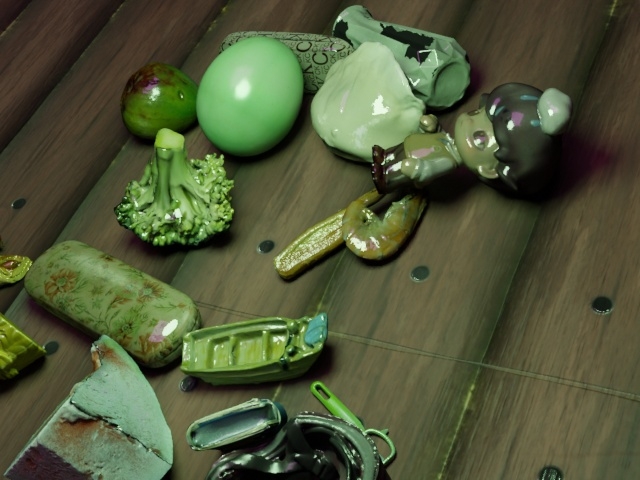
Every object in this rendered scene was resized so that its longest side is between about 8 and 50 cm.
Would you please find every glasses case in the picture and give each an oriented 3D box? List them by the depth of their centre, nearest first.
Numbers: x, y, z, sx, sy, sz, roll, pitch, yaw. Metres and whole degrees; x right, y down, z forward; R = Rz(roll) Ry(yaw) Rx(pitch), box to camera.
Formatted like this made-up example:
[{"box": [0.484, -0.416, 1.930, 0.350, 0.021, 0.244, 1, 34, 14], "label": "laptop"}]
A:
[{"box": [-0.412, 0.116, 1.888, 0.425, 0.098, 0.156, 23, 63, 33], "label": "glasses case"}, {"box": [-0.072, -0.408, 2.211, 0.355, 0.137, 0.085, 9, 52, 27], "label": "glasses case"}]

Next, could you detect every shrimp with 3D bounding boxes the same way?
[{"box": [0.127, -0.054, 1.873, 0.133, 0.053, 0.236, 25, 58, 24], "label": "shrimp"}]

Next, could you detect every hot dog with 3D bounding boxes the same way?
[{"box": [0.000, 0.000, 1.883, 0.216, 0.047, 0.066, -35, 84, -12], "label": "hot dog"}, {"box": [-0.698, 0.071, 2.056, 0.169, 0.061, 0.078, -30, 48, -8], "label": "hot dog"}]

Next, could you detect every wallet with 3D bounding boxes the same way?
[{"box": [-0.124, 0.300, 1.557, 0.141, 0.202, 0.059, -18, 74, 4], "label": "wallet"}]

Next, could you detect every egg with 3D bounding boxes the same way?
[{"box": [-0.150, -0.312, 2.089, 0.220, 0.220, 0.269, 17, 75, 31], "label": "egg"}]

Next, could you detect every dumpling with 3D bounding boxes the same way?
[{"box": [0.084, -0.289, 1.984, 0.187, 0.242, 0.318, -23, 47, -33], "label": "dumpling"}]

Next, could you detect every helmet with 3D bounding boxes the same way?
[{"box": [-0.036, 0.425, 1.413, 0.338, 0.197, 0.271, -39, 39, -7], "label": "helmet"}]

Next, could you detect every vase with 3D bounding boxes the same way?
[{"box": [0.172, -0.412, 2.126, 0.165, 0.165, 0.360, -36, 44, -13], "label": "vase"}]

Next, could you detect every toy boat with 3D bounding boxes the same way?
[{"box": [-0.110, 0.197, 1.726, 0.276, 0.084, 0.111, -11, 50, 14], "label": "toy boat"}]

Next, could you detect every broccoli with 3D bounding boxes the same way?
[{"box": [-0.297, -0.106, 1.946, 0.247, 0.243, 0.263, -22, 50, -19], "label": "broccoli"}]

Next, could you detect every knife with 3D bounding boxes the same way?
[{"box": [0.055, 0.297, 1.619, 0.054, 0.015, 0.212, -37, 48, -15], "label": "knife"}]

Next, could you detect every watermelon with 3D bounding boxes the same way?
[{"box": [-0.418, 0.313, 1.636, 0.290, 0.213, 0.319, -23, 58, 1], "label": "watermelon"}]

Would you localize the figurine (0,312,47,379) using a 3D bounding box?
[{"box": [-0.691, 0.279, 1.830, 0.187, 0.168, 0.315, 33, 75, 26], "label": "figurine"}]

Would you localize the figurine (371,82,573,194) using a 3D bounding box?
[{"box": [0.278, -0.194, 1.825, 0.365, 0.206, 0.218, -1, 23, 6], "label": "figurine"}]

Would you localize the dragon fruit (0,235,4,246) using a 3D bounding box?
[{"box": [-0.758, 0.012, 2.107, 0.126, 0.068, 0.112, -31, 22, -18], "label": "dragon fruit"}]

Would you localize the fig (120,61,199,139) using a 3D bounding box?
[{"box": [-0.365, -0.317, 2.221, 0.191, 0.181, 0.181, 5, 47, -8], "label": "fig"}]
